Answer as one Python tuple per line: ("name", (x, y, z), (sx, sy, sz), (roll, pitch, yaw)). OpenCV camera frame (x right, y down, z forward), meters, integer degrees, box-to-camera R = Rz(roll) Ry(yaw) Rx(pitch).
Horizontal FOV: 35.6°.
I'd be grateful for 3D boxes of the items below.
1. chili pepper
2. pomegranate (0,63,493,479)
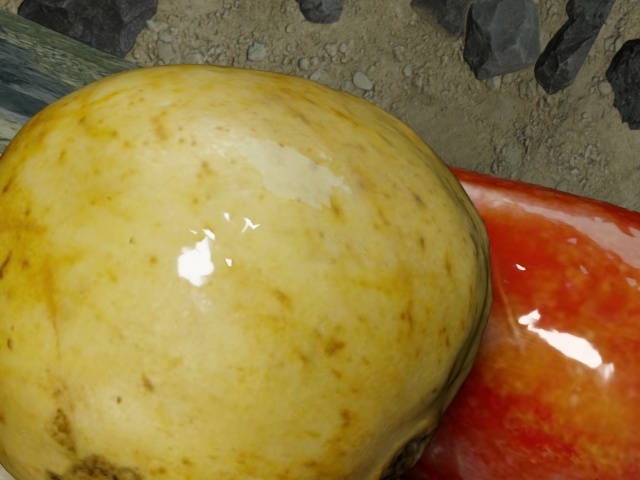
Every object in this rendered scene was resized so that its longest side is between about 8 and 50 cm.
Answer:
("chili pepper", (0.107, 0.064, 0.687), (0.305, 0.229, 0.251), (26, -23, 23))
("pomegranate", (-0.045, 0.028, 0.486), (0.260, 0.260, 0.260), (25, 10, -5))
